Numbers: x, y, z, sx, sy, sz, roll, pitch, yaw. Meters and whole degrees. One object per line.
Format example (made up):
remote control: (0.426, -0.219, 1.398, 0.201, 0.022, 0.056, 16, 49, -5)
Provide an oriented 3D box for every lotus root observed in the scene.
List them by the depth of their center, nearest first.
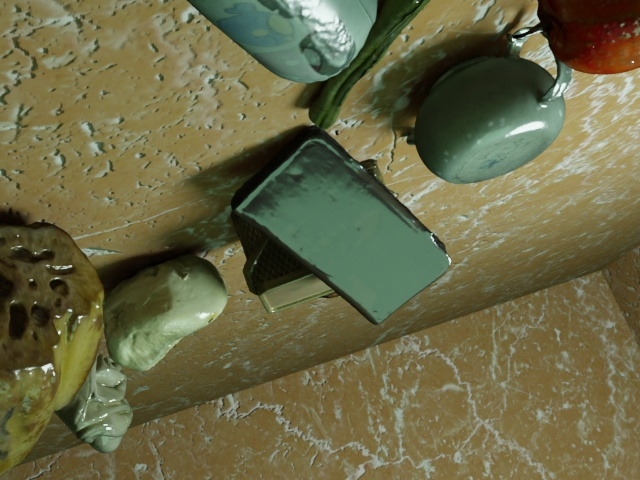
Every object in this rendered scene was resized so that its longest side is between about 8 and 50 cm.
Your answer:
lotus root: (-0.383, 0.119, 0.910, 0.316, 0.316, 0.250, -3, 148, -47)

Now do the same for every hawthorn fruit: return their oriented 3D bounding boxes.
hawthorn fruit: (0.281, -0.240, 0.789, 0.194, 0.156, 0.157, -19, 164, 13)

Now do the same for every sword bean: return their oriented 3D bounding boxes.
sword bean: (0.051, -0.200, 0.840, 0.043, 0.038, 0.269, 15, 149, -21)

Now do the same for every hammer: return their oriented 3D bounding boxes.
hammer: (0.057, -0.255, 0.565, 0.336, 0.118, 0.206, -32, 162, 13)

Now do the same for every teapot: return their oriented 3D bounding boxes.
teapot: (0.212, -0.160, 1.009, 0.193, 0.129, 0.294, -11, 159, -31)

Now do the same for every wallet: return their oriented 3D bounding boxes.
wallet: (0.037, -0.012, 1.080, 0.165, 0.042, 0.309, -43, 120, 13)

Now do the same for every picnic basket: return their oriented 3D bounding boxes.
picnic basket: (0.000, 0.000, 1.225, 0.267, 0.139, 0.165, -20, 163, -2)

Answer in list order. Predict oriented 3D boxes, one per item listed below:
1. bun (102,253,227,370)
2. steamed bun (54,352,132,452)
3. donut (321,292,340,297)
bun: (-0.262, 0.108, 1.272, 0.229, 0.145, 0.229, -43, -171, 8)
steamed bun: (-0.452, 0.301, 1.566, 0.144, 0.218, 0.211, -40, 161, -12)
donut: (0.064, 0.034, 1.489, 0.230, 0.095, 0.216, -5, 160, -43)
